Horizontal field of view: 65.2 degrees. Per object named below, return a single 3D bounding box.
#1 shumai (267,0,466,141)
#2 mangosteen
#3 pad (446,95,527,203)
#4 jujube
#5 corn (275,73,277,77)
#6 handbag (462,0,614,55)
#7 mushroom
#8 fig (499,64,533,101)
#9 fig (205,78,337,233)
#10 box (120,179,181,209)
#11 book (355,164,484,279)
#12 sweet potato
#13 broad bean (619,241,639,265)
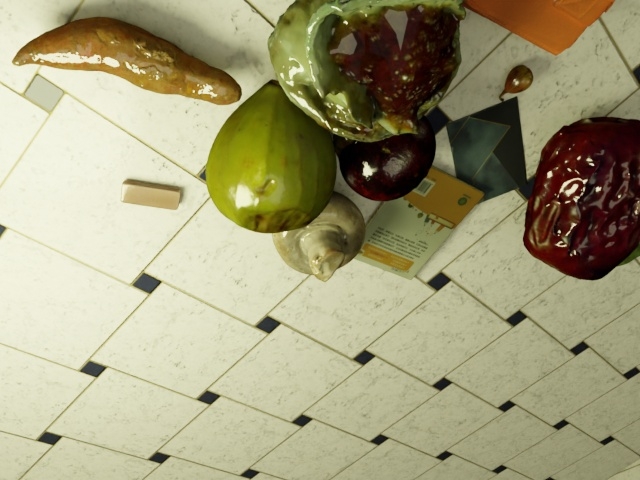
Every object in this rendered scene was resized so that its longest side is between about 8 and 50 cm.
[{"bbox_3d":[0.102,-0.309,0.714,0.330,0.288,0.292,-35,86,-10],"label":"shumai"},{"bbox_3d":[0.119,-0.176,0.962,0.210,0.209,0.209,-6,128,-8],"label":"mangosteen"},{"bbox_3d":[0.379,-0.189,1.127,0.164,0.004,0.243,-22,129,5],"label":"pad"},{"bbox_3d":[0.587,-0.086,1.109,0.259,0.258,0.376,-10,116,-5],"label":"jujube"},{"bbox_3d":[0.048,-0.316,0.902,0.260,0.091,0.091,-2,95,-11],"label":"corn"},{"bbox_3d":[0.411,-0.504,0.745,0.304,0.116,0.410,16,143,-21],"label":"handbag"},{"bbox_3d":[0.000,0.000,1.063,0.204,0.204,0.204,-6,128,-8],"label":"mushroom"},{"bbox_3d":[0.392,-0.314,1.013,0.050,0.050,0.083,15,141,-23],"label":"fig"},{"bbox_3d":[-0.089,-0.152,0.913,0.240,0.239,0.270,-2,110,-11],"label":"fig"},{"bbox_3d":[-0.346,-0.093,1.024,0.115,0.025,0.048,7,120,-18],"label":"box"},{"bbox_3d":[0.221,-0.039,1.193,0.208,0.020,0.295,21,120,-25],"label":"book"},{"bbox_3d":[-0.304,-0.305,0.831,0.355,0.095,0.106,6,80,-19],"label":"sweet potato"},{"bbox_3d":[0.767,-0.002,1.306,0.228,0.100,0.169,-9,121,10],"label":"broad bean"}]
